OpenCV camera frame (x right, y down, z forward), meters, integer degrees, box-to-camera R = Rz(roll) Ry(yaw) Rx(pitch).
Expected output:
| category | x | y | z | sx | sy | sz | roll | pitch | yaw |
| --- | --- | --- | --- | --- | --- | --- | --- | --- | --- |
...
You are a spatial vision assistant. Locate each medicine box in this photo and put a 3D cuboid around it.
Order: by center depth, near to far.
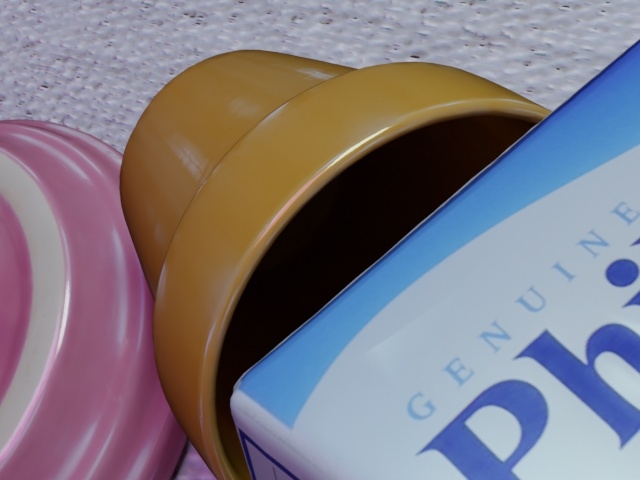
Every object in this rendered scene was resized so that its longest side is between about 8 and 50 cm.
| category | x | y | z | sx | sy | sz | roll | pitch | yaw |
| --- | --- | --- | --- | --- | --- | --- | --- | --- | --- |
| medicine box | 0.168 | 0.082 | 0.375 | 0.263 | 0.149 | 0.289 | -39 | 53 | -25 |

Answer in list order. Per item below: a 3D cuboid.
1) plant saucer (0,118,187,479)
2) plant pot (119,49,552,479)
| category | x | y | z | sx | sy | sz | roll | pitch | yaw |
| --- | --- | --- | --- | --- | --- | --- | --- | --- | --- |
| plant saucer | -0.228 | 0.069 | 0.689 | 0.332 | 0.084 | 0.332 | -11 | 61 | 21 |
| plant pot | 0.000 | 0.000 | 0.562 | 0.205 | 0.205 | 0.188 | -46 | 41 | -2 |
